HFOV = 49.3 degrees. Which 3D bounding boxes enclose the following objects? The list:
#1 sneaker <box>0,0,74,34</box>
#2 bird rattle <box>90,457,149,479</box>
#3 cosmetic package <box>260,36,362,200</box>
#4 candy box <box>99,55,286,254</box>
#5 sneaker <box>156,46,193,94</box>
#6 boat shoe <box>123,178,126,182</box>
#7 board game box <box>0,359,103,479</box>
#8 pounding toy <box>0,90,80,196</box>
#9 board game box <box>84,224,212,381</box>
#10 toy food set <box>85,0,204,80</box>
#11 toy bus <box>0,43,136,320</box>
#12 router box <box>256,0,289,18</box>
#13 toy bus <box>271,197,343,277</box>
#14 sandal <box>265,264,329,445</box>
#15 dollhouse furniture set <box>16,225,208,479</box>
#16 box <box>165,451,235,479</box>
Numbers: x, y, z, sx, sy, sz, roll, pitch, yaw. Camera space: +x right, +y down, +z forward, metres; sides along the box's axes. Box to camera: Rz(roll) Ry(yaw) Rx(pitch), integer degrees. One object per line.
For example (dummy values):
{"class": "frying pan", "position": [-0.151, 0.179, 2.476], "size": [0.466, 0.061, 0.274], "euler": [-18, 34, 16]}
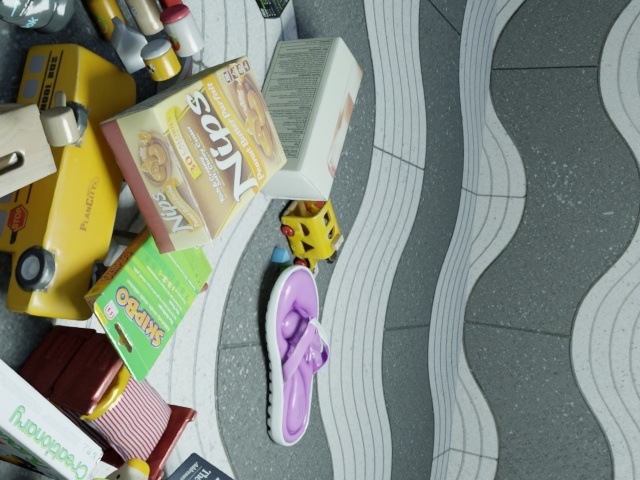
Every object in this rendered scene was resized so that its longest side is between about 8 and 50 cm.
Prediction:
{"class": "sneaker", "position": [-0.349, -0.384, 0.817], "size": [0.106, 0.101, 0.267], "euler": [-15, 108, -58]}
{"class": "bird rattle", "position": [-0.273, 0.388, 0.860], "size": [0.253, 0.143, 0.207], "euler": [-54, -162, 22]}
{"class": "cosmetic package", "position": [-0.035, -0.237, 1.369], "size": [0.129, 0.153, 0.296], "euler": [43, 59, -55]}
{"class": "candy box", "position": [-0.159, -0.133, 0.980], "size": [0.316, 0.088, 0.182], "euler": [-60, 132, -61]}
{"class": "sneaker", "position": [-0.224, -0.245, 1.125], "size": [0.070, 0.051, 0.134], "euler": [19, 81, -63]}
{"class": "boat shoe", "position": [-0.227, -0.123, 1.094], "size": [0.303, 0.091, 0.114], "euler": [-11, 81, -58]}
{"class": "board game box", "position": [-0.390, 0.155, 0.742], "size": [0.053, 0.193, 0.305], "euler": [-64, 145, -34]}
{"class": "pounding toy", "position": [-0.342, -0.097, 0.768], "size": [0.181, 0.206, 0.094], "euler": [-43, 131, -51]}
{"class": "board game box", "position": [-0.222, 0.061, 0.926], "size": [0.259, 0.039, 0.124], "euler": [-71, 144, -59]}
{"class": "toy food set", "position": [-0.233, -0.298, 0.905], "size": [0.111, 0.232, 0.104], "euler": [-31, 130, -11]}
{"class": "toy bus", "position": [-0.327, -0.072, 0.879], "size": [0.108, 0.130, 0.332], "euler": [24, 74, -62]}
{"class": "router box", "position": [-0.097, -0.498, 1.322], "size": [0.092, 0.038, 0.122], "euler": [-65, 146, -31]}
{"class": "toy bus", "position": [-0.005, -0.005, 1.513], "size": [0.202, 0.105, 0.190], "euler": [7, 89, -61]}
{"class": "sandal", "position": [-0.032, 0.248, 1.481], "size": [0.169, 0.102, 0.415], "euler": [-28, 125, -54]}
{"class": "dollhouse furniture set", "position": [-0.250, 0.129, 1.035], "size": [0.374, 0.152, 0.201], "euler": [-64, 146, -33]}
{"class": "box", "position": [-0.180, 0.550, 1.031], "size": [0.343, 0.313, 0.178], "euler": [-40, 155, -53]}
